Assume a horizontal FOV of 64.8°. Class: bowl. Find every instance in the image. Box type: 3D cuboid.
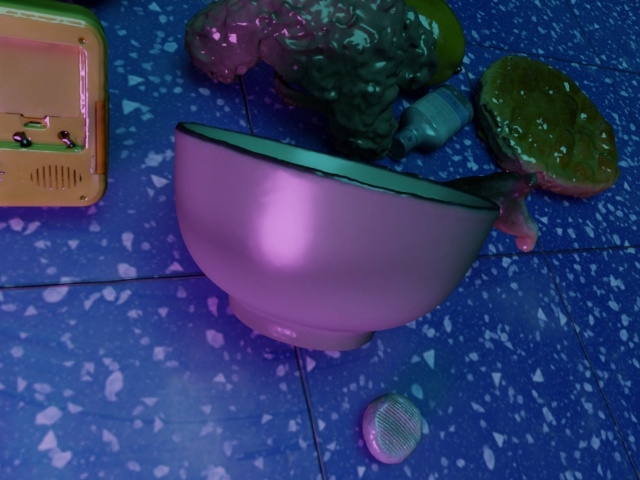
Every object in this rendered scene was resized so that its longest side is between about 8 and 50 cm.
[{"bbox_3d":[0.000,0.000,0.565,0.353,0.354,0.185,10,104,-21],"label":"bowl"}]

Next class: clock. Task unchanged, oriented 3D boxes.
[{"bbox_3d":[-0.298,-0.142,0.527,0.143,0.203,0.096,-3,30,-29],"label":"clock"}]

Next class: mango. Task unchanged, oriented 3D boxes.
[{"bbox_3d":[0.132,-0.416,0.918,0.195,0.142,0.332,-29,78,-40],"label":"mango"}]

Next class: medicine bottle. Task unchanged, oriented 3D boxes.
[{"bbox_3d":[0.190,-0.205,0.884,0.090,0.054,0.208,49,56,3],"label":"medicine bottle"}]

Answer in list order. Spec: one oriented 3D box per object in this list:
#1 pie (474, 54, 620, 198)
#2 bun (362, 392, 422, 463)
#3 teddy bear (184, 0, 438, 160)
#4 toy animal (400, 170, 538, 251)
[{"bbox_3d":[0.449,-0.231,1.008,0.339,0.083,0.340,9,61,-18],"label":"pie"},{"bbox_3d":[0.085,0.226,0.610,0.083,0.045,0.084,9,63,-19],"label":"bun"},{"bbox_3d":[0.025,-0.356,0.762,0.357,0.224,0.368,26,65,-10],"label":"teddy bear"},{"bbox_3d":[0.201,-0.044,0.740,0.168,0.233,0.121,36,55,-55],"label":"toy animal"}]
